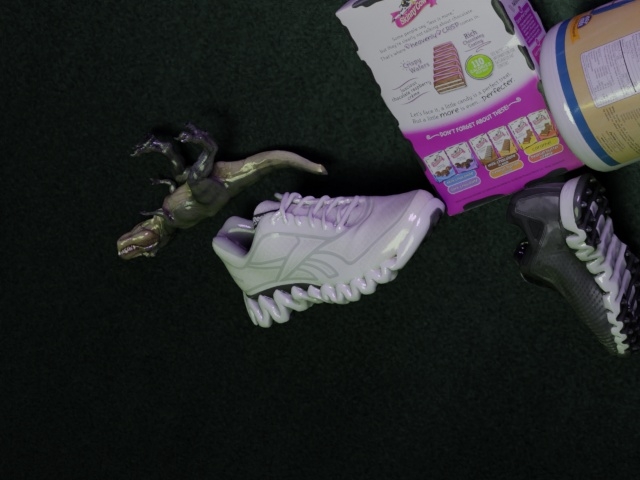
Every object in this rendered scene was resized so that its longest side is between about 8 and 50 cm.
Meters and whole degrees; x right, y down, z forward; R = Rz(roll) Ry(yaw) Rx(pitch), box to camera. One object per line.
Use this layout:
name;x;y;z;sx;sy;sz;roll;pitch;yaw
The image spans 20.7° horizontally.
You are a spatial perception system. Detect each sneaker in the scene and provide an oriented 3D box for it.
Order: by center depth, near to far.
sneaker;0.246;0.025;1.698;0.106;0.078;0.234;0;137;32
sneaker;0.000;0.000;1.760;0.292;0.110;0.118;-22;111;44

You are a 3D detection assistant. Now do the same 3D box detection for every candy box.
candy box;0.142;-0.158;1.666;0.159;0.071;0.233;-21;107;32

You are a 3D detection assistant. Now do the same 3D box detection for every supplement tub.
supplement tub;0.311;-0.156;1.547;0.199;0.144;0.144;-20;107;31

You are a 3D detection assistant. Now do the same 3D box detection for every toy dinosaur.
toy dinosaur;-0.129;-0.069;1.843;0.268;0.064;0.118;-24;119;32
